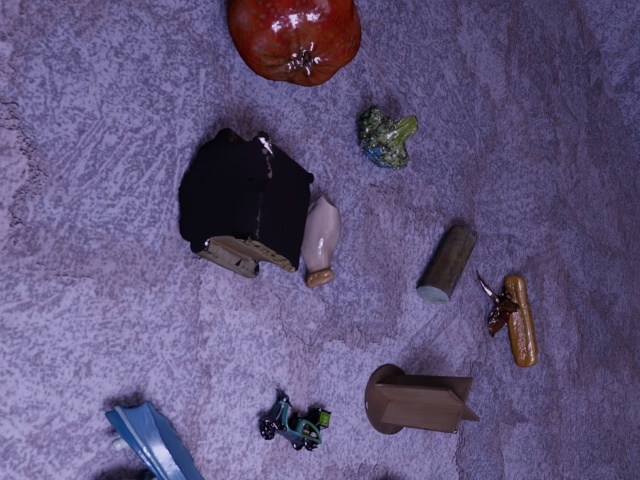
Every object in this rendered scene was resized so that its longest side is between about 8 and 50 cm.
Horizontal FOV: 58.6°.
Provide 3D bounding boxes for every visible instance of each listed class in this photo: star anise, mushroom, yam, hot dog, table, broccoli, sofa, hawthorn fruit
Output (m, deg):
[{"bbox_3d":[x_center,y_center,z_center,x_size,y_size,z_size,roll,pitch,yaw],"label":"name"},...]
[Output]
[{"bbox_3d":[0.511,0.181,1.696,0.144,0.158,0.140,22,53,-1],"label":"star anise"},{"bbox_3d":[0.001,0.000,1.259,0.088,0.097,0.212,19,70,-49],"label":"mushroom"},{"bbox_3d":[0.352,0.061,1.562,0.093,0.093,0.259,50,54,-23],"label":"yam"},{"bbox_3d":[0.623,0.248,1.769,0.061,0.088,0.285,0,85,-47],"label":"hot dog"},{"bbox_3d":[0.239,0.371,1.313,0.167,0.227,0.167,10,75,-40],"label":"table"},{"bbox_3d":[0.174,-0.259,1.421,0.167,0.160,0.154,67,21,4],"label":"broccoli"},{"bbox_3d":[-0.147,-0.068,1.128,0.200,0.182,0.258,33,61,-53],"label":"sofa"},{"bbox_3d":[-0.060,-0.499,1.207,0.287,0.287,0.330,10,61,-40],"label":"hawthorn fruit"}]

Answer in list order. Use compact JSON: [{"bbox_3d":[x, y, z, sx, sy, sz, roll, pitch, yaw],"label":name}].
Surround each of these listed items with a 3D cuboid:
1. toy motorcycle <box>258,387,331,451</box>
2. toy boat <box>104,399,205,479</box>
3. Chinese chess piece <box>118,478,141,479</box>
[{"bbox_3d":[-0.055,0.373,1.170,0.173,0.058,0.100,32,55,-34],"label":"toy motorcycle"},{"bbox_3d":[-0.281,0.371,0.952,0.098,0.109,0.237,-28,103,-6],"label":"toy boat"},{"bbox_3d":[-0.303,0.446,0.889,0.144,0.058,0.144,-2,105,-7],"label":"Chinese chess piece"}]
